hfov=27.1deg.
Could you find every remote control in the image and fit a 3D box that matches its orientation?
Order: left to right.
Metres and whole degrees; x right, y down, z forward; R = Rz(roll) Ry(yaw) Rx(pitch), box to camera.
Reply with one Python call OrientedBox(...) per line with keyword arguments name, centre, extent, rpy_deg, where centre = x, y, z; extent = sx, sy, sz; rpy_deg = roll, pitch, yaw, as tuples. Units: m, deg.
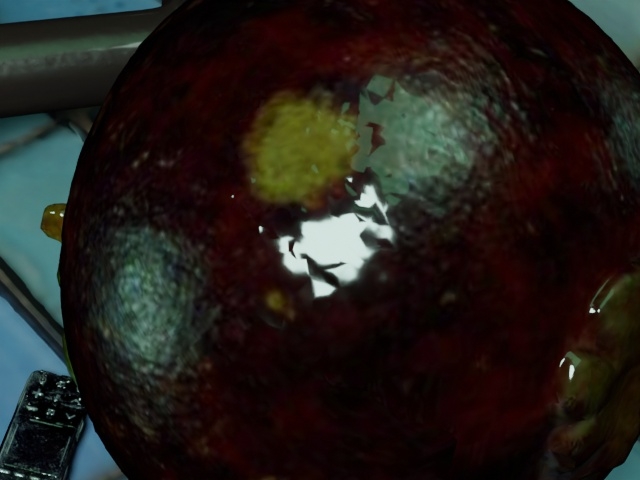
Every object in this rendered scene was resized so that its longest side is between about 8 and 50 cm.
OrientedBox(name="remote control", centre=(-0.147, 0.110, 0.694), extent=(0.039, 0.014, 0.096), rpy_deg=(14, 48, 0))

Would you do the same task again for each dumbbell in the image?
OrientedBox(name="dumbbell", centre=(-0.151, -0.106, 0.793), extent=(0.225, 0.140, 0.124), rpy_deg=(-10, 43, -18))

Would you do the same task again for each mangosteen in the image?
OrientedBox(name="mangosteen", centre=(0.000, 0.000, 0.643), extent=(0.359, 0.306, 0.306), rpy_deg=(24, 47, 35))
